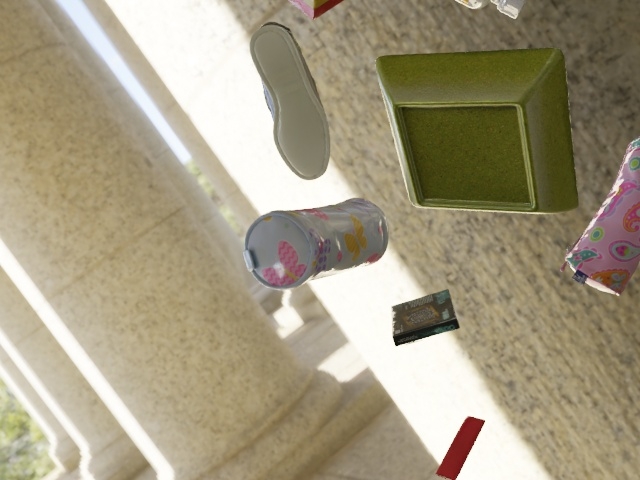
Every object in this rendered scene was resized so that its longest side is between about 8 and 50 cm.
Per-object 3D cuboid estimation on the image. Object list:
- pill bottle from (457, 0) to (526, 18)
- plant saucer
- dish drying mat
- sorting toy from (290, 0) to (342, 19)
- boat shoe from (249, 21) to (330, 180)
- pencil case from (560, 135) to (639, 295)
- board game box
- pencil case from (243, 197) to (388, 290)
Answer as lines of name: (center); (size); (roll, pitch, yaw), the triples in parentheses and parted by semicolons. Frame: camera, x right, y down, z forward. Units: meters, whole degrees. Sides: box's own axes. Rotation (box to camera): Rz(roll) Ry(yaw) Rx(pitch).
pill bottle: (0.194, -0.386, 1.078); (0.117, 0.208, 0.117); (-59, -5, -8)
plant saucer: (0.151, -0.095, 0.801); (0.188, 0.188, 0.045); (5, 43, 29)
dish drying mat: (0.169, 0.249, 0.959); (0.032, 0.008, 0.083); (4, 54, 51)
sorting toy: (0.002, -0.380, 0.881); (0.255, 0.257, 0.089); (-40, -19, -24)
boat shoe: (-0.050, -0.263, 1.508); (0.109, 0.305, 0.091); (-14, 24, 9)
pencil case: (0.541, -0.043, 1.413); (0.284, 0.124, 0.124); (-62, 1, 9)
board game box: (0.201, 0.149, 1.559); (0.126, 0.026, 0.186); (-17, 11, 9)
pencil case: (0.000, 0.000, 1.192); (0.124, 0.113, 0.273); (-2, 6, 27)
